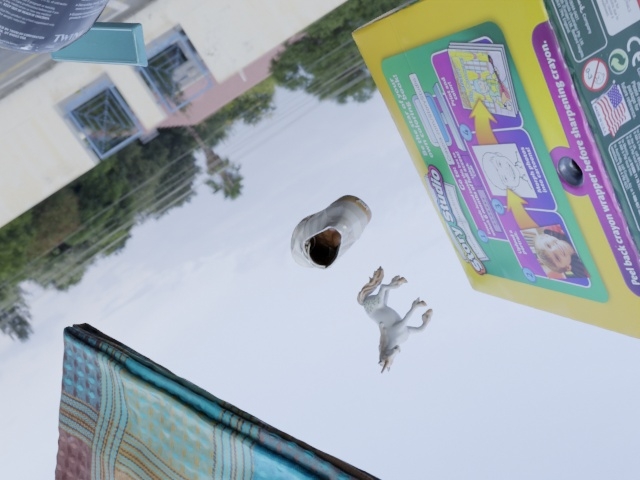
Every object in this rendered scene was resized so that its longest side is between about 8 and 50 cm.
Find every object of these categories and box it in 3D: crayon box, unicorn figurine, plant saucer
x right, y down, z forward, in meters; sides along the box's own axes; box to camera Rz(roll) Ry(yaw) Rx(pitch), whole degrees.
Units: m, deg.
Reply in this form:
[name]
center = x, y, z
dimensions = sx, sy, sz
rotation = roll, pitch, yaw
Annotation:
[crayon box]
center = 0.209, -0.097, 0.673
dimensions = 0.106, 0.363, 0.313
rotation = -32, -164, -14
[unicorn figurine]
center = 0.108, 0.120, 0.978
dimensions = 0.111, 0.060, 0.162
rotation = -42, -139, 4
[plant saucer]
center = -0.366, -0.318, 1.054
dimensions = 0.191, 0.067, 0.018
rotation = 9, -152, 21

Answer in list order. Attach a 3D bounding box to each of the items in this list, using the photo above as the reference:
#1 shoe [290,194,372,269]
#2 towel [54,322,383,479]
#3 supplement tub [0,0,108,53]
[shoe]
center = 0.000, 0.000, 0.949
dimensions = 0.058, 0.076, 0.219
rotation = -58, -172, -29
[towel]
center = -0.105, 0.246, 0.522
dimensions = 0.370, 0.272, 0.040
rotation = 18, -165, 34
[supplement tub]
center = -0.237, -0.347, 0.592
dimensions = 0.338, 0.207, 0.207
rotation = -32, -167, 39
